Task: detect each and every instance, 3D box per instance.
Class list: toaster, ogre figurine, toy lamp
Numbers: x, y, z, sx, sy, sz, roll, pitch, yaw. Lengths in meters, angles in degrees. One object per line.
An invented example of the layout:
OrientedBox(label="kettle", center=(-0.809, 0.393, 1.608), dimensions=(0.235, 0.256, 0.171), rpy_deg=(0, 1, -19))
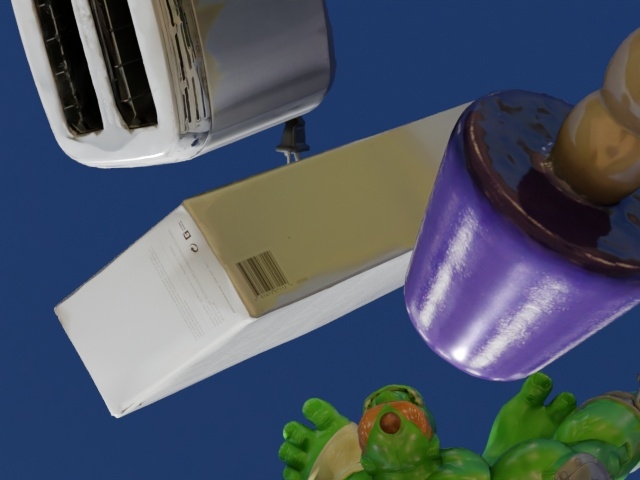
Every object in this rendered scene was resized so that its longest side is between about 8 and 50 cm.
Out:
OrientedBox(label="toaster", center=(-0.085, -0.133, 1.050), dimensions=(0.129, 0.227, 0.146), rpy_deg=(-1, -162, 37))
OrientedBox(label="ogre figurine", center=(0.044, 0.100, 0.723), dimensions=(0.197, 0.118, 0.097), rpy_deg=(4, -83, 5))
OrientedBox(label="toy lamp", center=(0.107, -0.067, 0.491), dimensions=(0.080, 0.275, 0.080), rpy_deg=(22, -145, -17))

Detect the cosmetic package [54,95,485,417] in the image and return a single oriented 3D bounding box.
OrientedBox(label="cosmetic package", center=(0.000, 0.000, 0.837), dimensions=(0.239, 0.099, 0.060), rpy_deg=(-22, -103, -51))
